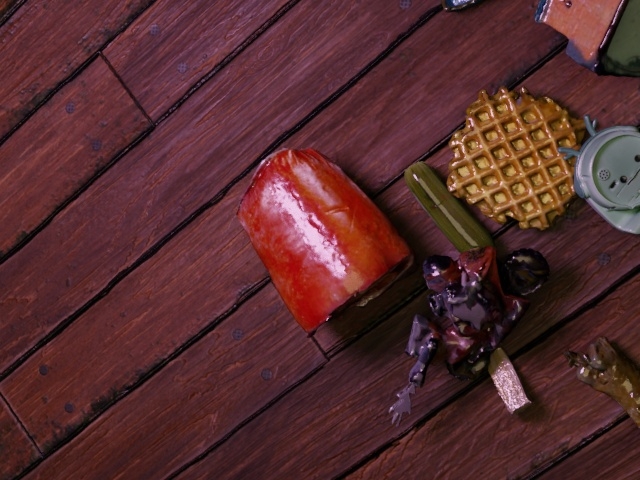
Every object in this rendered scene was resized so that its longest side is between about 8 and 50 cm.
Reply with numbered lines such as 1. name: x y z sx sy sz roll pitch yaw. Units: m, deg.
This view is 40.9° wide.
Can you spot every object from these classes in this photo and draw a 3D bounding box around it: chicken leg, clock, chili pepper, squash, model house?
1. chicken leg: 0.599 0.311 1.461 0.429 0.201 0.152 42 112 23
2. clock: 0.514 -0.122 1.485 0.211 0.066 0.159 36 92 -3
3. chili pepper: 0.000 0.000 1.606 0.305 0.229 0.251 54 134 19
4. squash: 0.239 -0.049 1.593 0.066 0.066 0.229 -40 82 14
5. model house: 0.473 -0.449 1.470 0.291 0.184 0.253 45 127 40

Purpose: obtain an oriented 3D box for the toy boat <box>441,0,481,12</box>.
1. toy boat: 0.291 -0.478 1.536 0.185 0.077 0.075 -26 86 22

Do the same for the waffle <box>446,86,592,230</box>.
1. waffle: 0.357 -0.148 1.550 0.254 0.052 0.245 22 96 5

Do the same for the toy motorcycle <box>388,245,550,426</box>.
1. toy motorcycle: 0.236 0.161 1.561 0.207 0.134 0.401 25 111 -9

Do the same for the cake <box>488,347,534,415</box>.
1. cake: 0.348 0.263 1.599 0.052 0.065 0.121 -32 62 15
